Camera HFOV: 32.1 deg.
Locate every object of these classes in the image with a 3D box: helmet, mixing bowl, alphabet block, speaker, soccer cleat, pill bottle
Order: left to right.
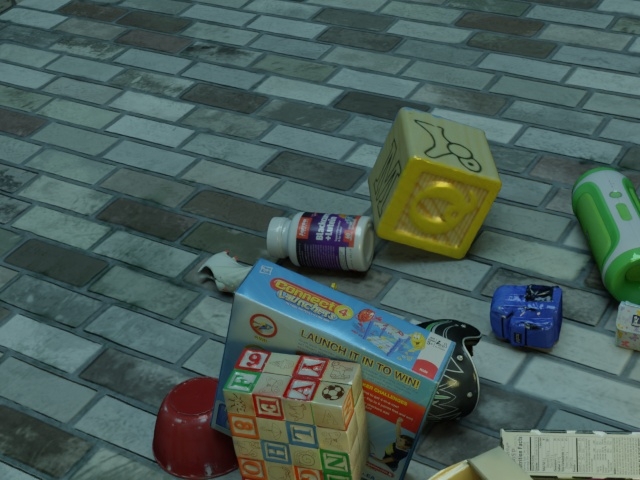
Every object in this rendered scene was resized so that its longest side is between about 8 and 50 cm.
[{"bbox_3d":[-0.191,0.285,1.796,0.181,0.098,0.181,-5,35,4],"label":"mixing bowl"},{"bbox_3d":[-0.153,0.077,2.110,0.076,0.068,0.196,-37,38,-28],"label":"soccer cleat"},{"bbox_3d":[0.000,0.000,2.144,0.193,0.108,0.108,4,37,16],"label":"pill bottle"},{"bbox_3d":[0.214,-0.112,2.140,0.192,0.193,0.197,14,33,-12],"label":"alphabet block"},{"bbox_3d":[0.183,0.210,1.775,0.169,0.169,0.161,10,23,23],"label":"helmet"},{"bbox_3d":[0.547,-0.013,2.040,0.131,0.131,0.296,-7,35,1],"label":"speaker"}]

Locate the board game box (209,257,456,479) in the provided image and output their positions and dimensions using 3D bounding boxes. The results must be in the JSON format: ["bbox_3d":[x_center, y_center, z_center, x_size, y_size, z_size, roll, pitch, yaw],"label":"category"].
[{"bbox_3d":[0.008,0.213,1.615,0.308,0.302,0.086,24,42,10],"label":"board game box"}]

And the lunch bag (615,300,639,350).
[{"bbox_3d":[0.533,0.144,1.864,0.071,0.083,0.053,15,41,27],"label":"lunch bag"}]

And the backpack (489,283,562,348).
[{"bbox_3d":[0.349,0.128,1.909,0.120,0.098,0.101,6,42,18],"label":"backpack"}]

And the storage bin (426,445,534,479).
[{"bbox_3d":[0.246,0.436,1.368,0.123,0.260,0.262,-19,37,-22],"label":"storage bin"}]

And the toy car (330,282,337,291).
[{"bbox_3d":[-0.018,0.112,2.049,0.060,0.041,0.122,13,41,26],"label":"toy car"}]

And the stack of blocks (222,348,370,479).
[{"bbox_3d":[-0.023,0.301,1.568,0.171,0.297,0.087,6,37,17],"label":"stack of blocks"}]

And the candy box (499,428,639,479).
[{"bbox_3d":[0.375,0.312,1.595,0.233,0.159,0.071,0,75,11],"label":"candy box"}]
